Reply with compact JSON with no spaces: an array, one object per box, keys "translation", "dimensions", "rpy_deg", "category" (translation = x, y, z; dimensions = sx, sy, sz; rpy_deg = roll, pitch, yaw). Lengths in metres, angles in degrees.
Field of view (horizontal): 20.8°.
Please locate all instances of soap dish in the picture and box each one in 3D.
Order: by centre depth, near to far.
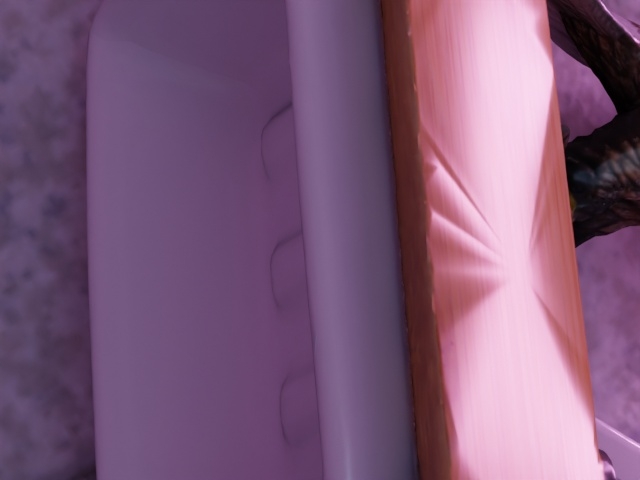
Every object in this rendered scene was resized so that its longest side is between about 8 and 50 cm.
[{"translation":[0.000,0.000,0.670],"dimensions":[0.118,0.229,0.290],"rpy_deg":[6,69,-27],"category":"soap dish"}]

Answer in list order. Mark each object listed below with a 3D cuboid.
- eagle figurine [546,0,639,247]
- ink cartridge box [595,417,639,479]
[{"translation":[0.215,-0.027,0.784],"dimensions":[0.298,0.226,0.225],"rpy_deg":[-11,129,-2],"category":"eagle figurine"},{"translation":[0.136,0.224,0.783],"dimensions":[0.307,0.129,0.223],"rpy_deg":[32,79,-14],"category":"ink cartridge box"}]
